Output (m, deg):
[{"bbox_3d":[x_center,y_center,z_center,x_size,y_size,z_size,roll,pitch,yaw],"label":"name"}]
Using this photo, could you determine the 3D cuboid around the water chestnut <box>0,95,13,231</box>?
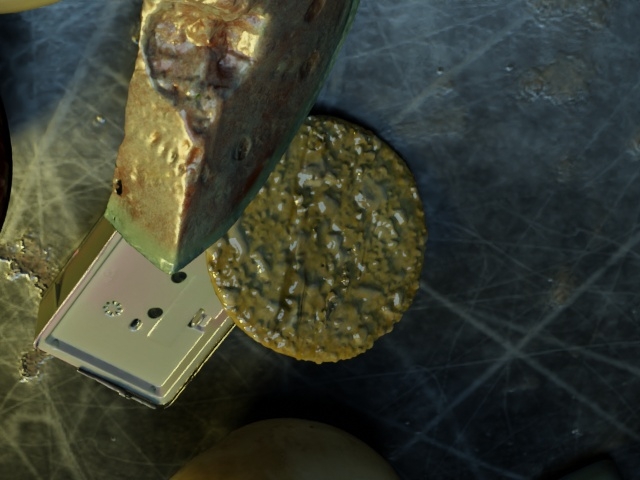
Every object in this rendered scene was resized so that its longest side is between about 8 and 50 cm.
[{"bbox_3d":[-0.364,-0.055,1.097,0.289,0.289,0.244,-34,161,14],"label":"water chestnut"}]

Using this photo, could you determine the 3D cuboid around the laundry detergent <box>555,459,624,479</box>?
[{"bbox_3d":[0.227,0.304,1.523,0.206,0.061,0.097,-26,130,10],"label":"laundry detergent"}]

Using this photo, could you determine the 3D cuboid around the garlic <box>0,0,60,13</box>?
[{"bbox_3d":[-0.232,-0.267,0.996,0.340,0.231,0.246,-19,111,7],"label":"garlic"}]

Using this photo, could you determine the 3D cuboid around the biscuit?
[{"bbox_3d":[-0.001,0.000,1.263,0.220,0.033,0.220,-3,97,-28],"label":"biscuit"}]

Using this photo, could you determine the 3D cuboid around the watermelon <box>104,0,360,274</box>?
[{"bbox_3d":[-0.095,-0.142,1.115,0.148,0.226,0.318,29,92,12],"label":"watermelon"}]

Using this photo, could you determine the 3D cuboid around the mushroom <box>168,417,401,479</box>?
[{"bbox_3d":[-0.053,0.328,1.391,0.292,0.292,0.290,23,139,-20],"label":"mushroom"}]

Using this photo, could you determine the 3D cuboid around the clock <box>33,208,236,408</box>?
[{"bbox_3d":[-0.148,0.041,1.300,0.147,0.071,0.192,29,114,-23],"label":"clock"}]
